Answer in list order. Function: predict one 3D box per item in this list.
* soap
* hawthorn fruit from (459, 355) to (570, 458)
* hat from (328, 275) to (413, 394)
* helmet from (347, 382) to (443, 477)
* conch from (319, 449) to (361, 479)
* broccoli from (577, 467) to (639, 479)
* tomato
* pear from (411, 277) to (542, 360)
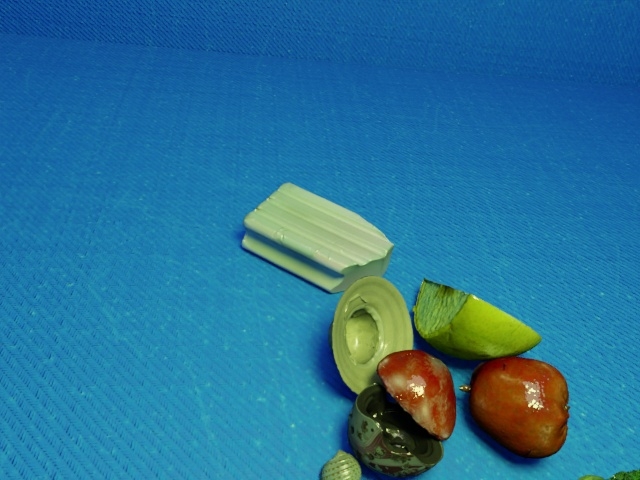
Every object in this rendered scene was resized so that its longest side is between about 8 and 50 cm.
[{"bbox_3d":[0.000,0.000,1.286,0.346,0.115,0.208,25,45,16],"label":"soap"},{"bbox_3d":[0.368,0.307,0.979,0.202,0.185,0.185,13,40,25],"label":"hawthorn fruit"},{"bbox_3d":[0.078,0.201,1.073,0.110,0.252,0.252,-9,23,46],"label":"hat"},{"bbox_3d":[0.118,0.358,0.918,0.177,0.107,0.153,37,14,-2],"label":"helmet"},{"bbox_3d":[0.035,0.411,0.889,0.076,0.057,0.085,-11,44,-4],"label":"conch"},{"bbox_3d":[0.456,0.477,0.803,0.269,0.269,0.254,-19,92,-28],"label":"broccoli"},{"bbox_3d":[0.203,0.276,0.973,0.189,0.099,0.173,43,10,11],"label":"tomato"},{"bbox_3d":[0.341,0.195,1.110,0.239,0.139,0.288,20,-1,-8],"label":"pear"}]
